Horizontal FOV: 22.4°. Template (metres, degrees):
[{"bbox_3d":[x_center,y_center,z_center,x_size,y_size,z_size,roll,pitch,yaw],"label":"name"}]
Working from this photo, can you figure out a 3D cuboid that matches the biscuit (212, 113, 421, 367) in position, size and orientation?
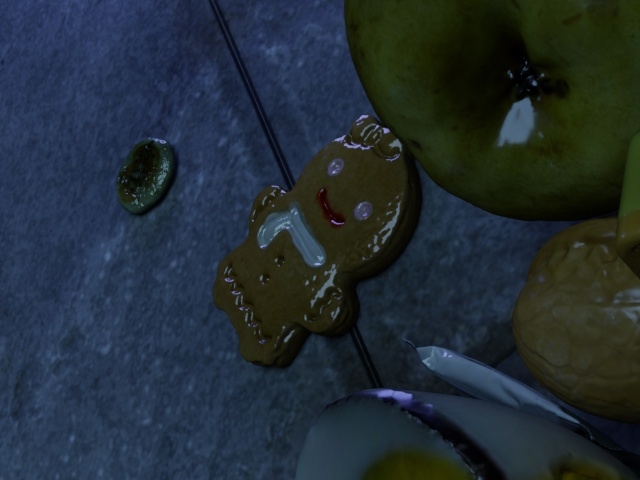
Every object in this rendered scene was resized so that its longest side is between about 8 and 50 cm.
[{"bbox_3d":[-0.002,-0.001,1.467,0.249,0.035,0.184,-44,47,18],"label":"biscuit"}]

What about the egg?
[{"bbox_3d":[0.137,0.248,1.103,0.337,0.201,0.337,16,110,53],"label":"egg"}]

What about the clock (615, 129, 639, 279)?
[{"bbox_3d":[0.291,-0.013,0.962,0.202,0.143,0.096,-7,60,35],"label":"clock"}]

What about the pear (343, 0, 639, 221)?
[{"bbox_3d":[0.176,-0.165,1.204,0.304,0.304,0.304,-19,59,35],"label":"pear"}]

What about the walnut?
[{"bbox_3d":[0.230,0.054,1.143,0.206,0.159,0.159,5,75,45],"label":"walnut"}]

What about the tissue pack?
[{"bbox_3d":[0.159,0.128,1.195,0.193,0.122,0.026,21,79,45],"label":"tissue pack"}]

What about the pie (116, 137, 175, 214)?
[{"bbox_3d":[-0.182,-0.067,1.675,0.085,0.017,0.085,-20,58,36],"label":"pie"}]
